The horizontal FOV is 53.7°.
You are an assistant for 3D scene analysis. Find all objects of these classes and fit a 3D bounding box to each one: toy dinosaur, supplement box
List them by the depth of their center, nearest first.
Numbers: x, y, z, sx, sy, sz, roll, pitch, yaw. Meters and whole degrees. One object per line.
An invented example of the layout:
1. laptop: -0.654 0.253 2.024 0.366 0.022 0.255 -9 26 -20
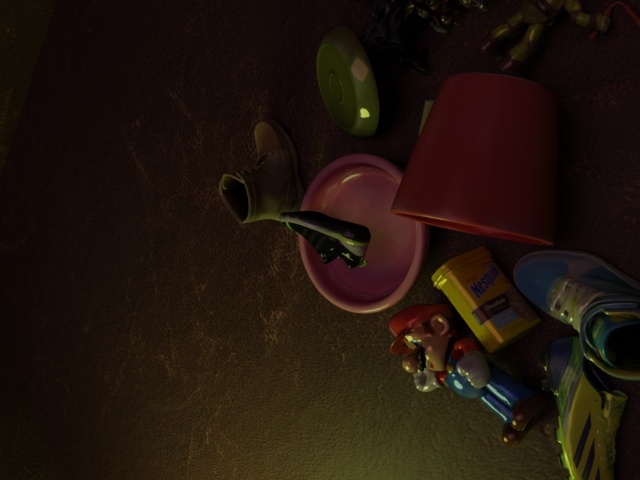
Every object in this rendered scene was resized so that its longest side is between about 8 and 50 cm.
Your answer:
1. supplement box: 0.242 -0.227 1.208 0.083 0.056 0.083 20 106 39
2. toy dinosaur: 0.180 -0.454 1.223 0.322 0.164 0.219 21 92 58

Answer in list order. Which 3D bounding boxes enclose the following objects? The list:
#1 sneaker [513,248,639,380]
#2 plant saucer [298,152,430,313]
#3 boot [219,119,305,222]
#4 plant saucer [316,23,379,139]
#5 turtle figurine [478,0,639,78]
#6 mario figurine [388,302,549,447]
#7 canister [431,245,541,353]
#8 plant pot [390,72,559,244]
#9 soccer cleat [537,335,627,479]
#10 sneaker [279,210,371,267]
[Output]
1. sneaker: 0.413 0.102 0.975 0.319 0.208 0.127 25 109 39
2. plant saucer: 0.097 -0.016 1.333 0.332 0.084 0.332 4 96 41
3. boot: -0.146 -0.163 1.458 0.095 0.203 0.262 -22 79 40
4. plant saucer: 0.046 -0.319 1.304 0.241 0.037 0.241 56 159 35
5. turtle figurine: 0.378 -0.377 1.057 0.217 0.087 0.269 -52 60 31
6. mario figurine: 0.240 0.251 1.166 0.320 0.170 0.198 39 119 31
7. canister: 0.298 0.105 1.133 0.170 0.126 0.073 56 144 22
8. plant pot: 0.277 -0.135 1.066 0.274 0.275 0.243 12 90 41
9. soccer cleat: 0.447 0.299 1.036 0.121 0.093 0.289 -16 84 29
10. sneaker: 0.000 0.000 1.308 0.234 0.084 0.097 19 106 39
